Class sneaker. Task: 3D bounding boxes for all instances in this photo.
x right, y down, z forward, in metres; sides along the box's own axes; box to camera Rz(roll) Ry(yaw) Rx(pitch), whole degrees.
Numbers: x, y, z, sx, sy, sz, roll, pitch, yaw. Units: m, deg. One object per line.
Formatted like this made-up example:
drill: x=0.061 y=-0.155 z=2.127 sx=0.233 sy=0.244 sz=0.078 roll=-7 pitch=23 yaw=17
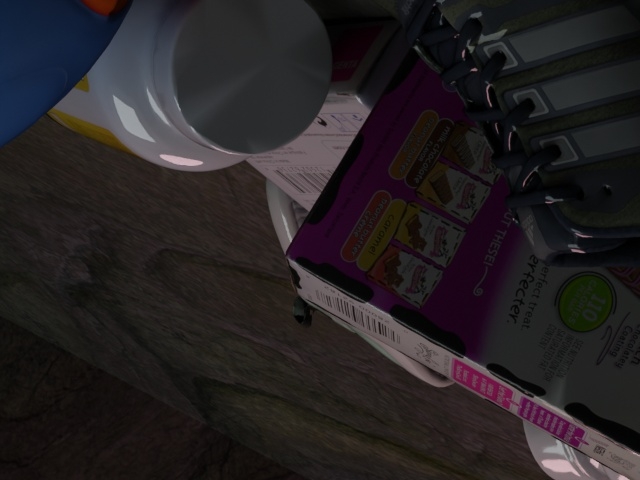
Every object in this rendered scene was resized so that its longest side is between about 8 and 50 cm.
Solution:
sneaker: x=0.098 y=-0.060 z=0.723 sx=0.300 sy=0.121 sz=0.111 roll=30 pitch=166 yaw=6
sneaker: x=0.000 y=0.001 z=1.227 sx=0.151 sy=0.094 sz=0.256 roll=28 pitch=164 yaw=42

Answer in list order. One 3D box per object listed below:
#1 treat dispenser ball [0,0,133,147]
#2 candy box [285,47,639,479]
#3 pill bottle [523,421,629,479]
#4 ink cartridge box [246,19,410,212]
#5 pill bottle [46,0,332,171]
treat dispenser ball: x=-0.200 y=-0.156 z=0.676 sx=0.288 sy=0.288 sz=0.288 roll=30 pitch=167 yaw=8
candy box: x=0.124 y=0.006 z=0.827 sx=0.233 sy=0.159 sz=0.071 roll=29 pitch=168 yaw=12
pill bottle: x=0.204 y=0.086 z=0.937 sx=0.187 sy=0.112 sz=0.112 roll=-8 pitch=142 yaw=42
ink cartridge box: x=0.083 y=-0.012 z=1.055 sx=0.311 sy=0.065 sz=0.186 roll=42 pitch=161 yaw=-28
pill bottle: x=-0.068 y=-0.087 z=0.813 sx=0.103 sy=0.103 sz=0.184 roll=39 pitch=172 yaw=-28
